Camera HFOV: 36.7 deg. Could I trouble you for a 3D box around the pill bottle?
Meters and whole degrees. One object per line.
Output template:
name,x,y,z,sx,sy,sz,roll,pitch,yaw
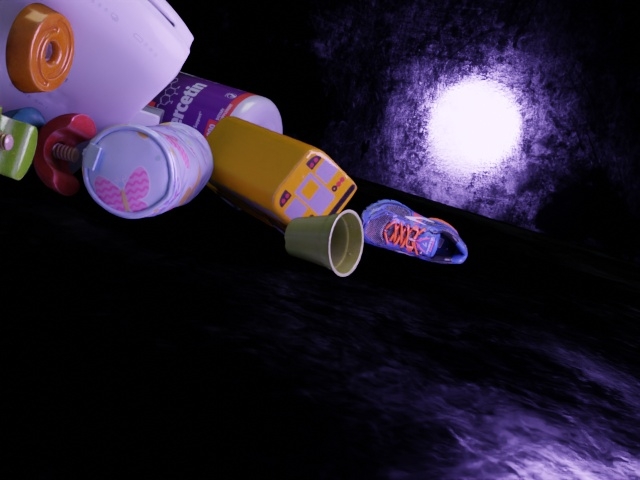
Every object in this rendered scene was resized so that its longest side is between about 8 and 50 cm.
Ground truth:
pill bottle,-0.247,-0.225,1.865,0.323,0.182,0.181,20,8,25

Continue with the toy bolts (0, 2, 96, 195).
toy bolts,-0.378,-0.161,1.128,0.158,0.218,0.228,14,-10,15

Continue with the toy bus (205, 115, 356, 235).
toy bus,-0.083,-0.094,1.400,0.130,0.108,0.332,41,-7,-34

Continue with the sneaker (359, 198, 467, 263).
sneaker,0.156,-0.010,1.590,0.221,0.083,0.087,10,15,-31

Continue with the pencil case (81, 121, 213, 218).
pencil case,-0.218,-0.098,1.253,0.124,0.113,0.273,37,8,-3

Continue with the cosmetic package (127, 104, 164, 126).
cosmetic package,-0.301,-0.159,1.523,0.085,0.117,0.231,16,9,-9

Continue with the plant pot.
plant pot,0.000,0.000,1.213,0.079,0.083,0.083,6,1,33

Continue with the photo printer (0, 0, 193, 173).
photo printer,-0.329,-0.237,1.209,0.256,0.307,0.107,35,41,-28
